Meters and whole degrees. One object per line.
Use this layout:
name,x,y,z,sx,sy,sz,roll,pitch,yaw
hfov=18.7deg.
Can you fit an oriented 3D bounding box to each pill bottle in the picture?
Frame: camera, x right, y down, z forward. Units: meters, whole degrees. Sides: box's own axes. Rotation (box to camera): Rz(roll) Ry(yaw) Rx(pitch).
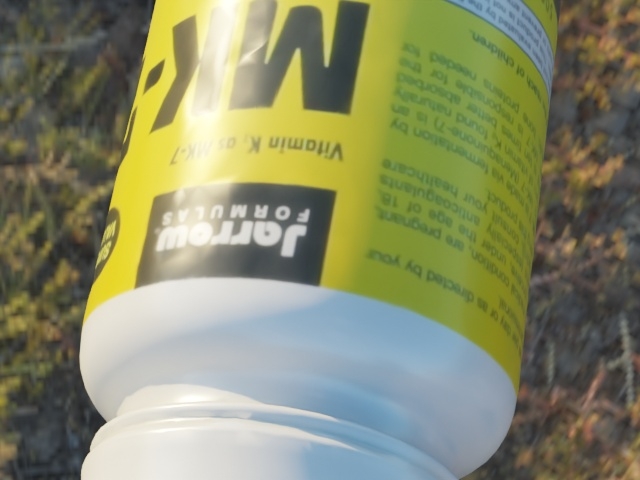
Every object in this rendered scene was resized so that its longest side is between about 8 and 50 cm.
pill bottle,0.000,0.000,0.536,0.119,0.119,0.208,10,63,-1
